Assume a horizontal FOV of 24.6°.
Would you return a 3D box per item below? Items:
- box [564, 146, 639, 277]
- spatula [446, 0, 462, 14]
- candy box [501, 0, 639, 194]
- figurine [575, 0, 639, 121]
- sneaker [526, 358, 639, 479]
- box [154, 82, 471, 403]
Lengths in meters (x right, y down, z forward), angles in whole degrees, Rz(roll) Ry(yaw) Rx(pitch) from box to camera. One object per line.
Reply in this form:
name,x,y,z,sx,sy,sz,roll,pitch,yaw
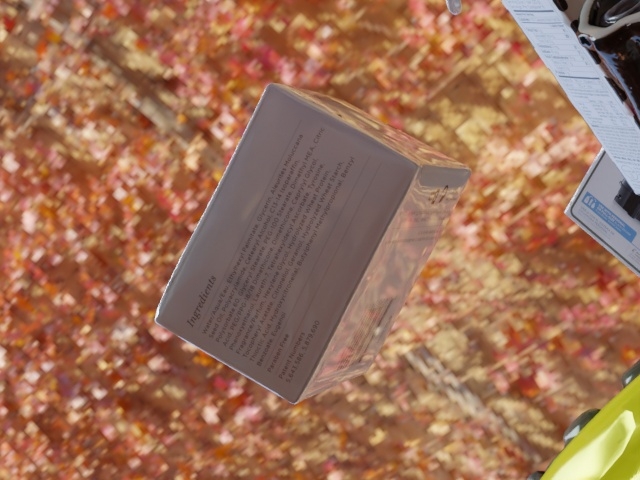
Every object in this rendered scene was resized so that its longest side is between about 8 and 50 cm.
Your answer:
box,0.376,-0.098,1.392,0.087,0.290,0.169,-1,-142,-46
spatula,0.055,-0.314,1.255,0.168,0.019,0.242,-3,-100,-53
candy box,0.241,-0.164,1.072,0.159,0.071,0.233,-47,-63,-16
figurine,0.306,-0.102,0.937,0.209,0.215,0.092,54,-147,-24
sneaker,0.175,0.018,0.249,0.134,0.343,0.146,33,-162,-14
box,0.000,0.000,1.026,0.119,0.182,0.181,29,-170,14
